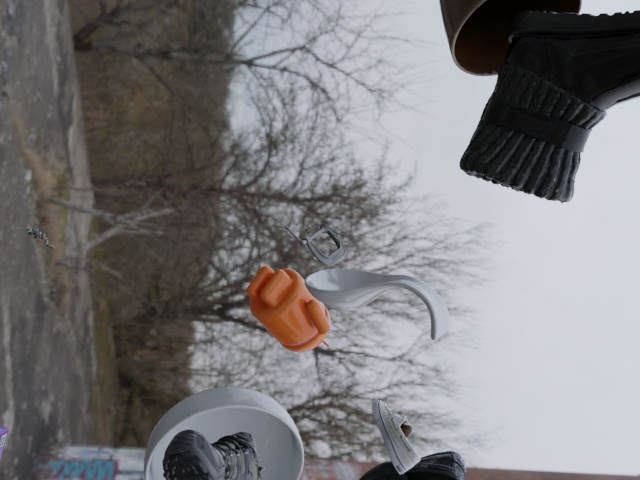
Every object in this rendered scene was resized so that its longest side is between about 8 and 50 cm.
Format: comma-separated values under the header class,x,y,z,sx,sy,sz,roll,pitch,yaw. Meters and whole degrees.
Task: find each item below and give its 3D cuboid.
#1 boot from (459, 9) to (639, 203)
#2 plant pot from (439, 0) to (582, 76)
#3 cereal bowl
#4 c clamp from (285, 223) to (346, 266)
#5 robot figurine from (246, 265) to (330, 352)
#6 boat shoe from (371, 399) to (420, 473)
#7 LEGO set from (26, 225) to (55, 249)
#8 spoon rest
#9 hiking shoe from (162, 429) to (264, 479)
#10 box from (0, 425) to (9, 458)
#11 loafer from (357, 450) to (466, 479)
class,x,y,z,sx,sy,sz,roll,pitch,yaw
boot,0.384,-0.173,1.036,0.348,0.131,0.260,17,-93,41
plant pot,0.278,-0.430,1.215,0.215,0.215,0.230,117,-39,-55
cereal bowl,-0.209,0.443,1.585,0.141,0.339,0.339,-115,-146,-58
c clamp,0.000,0.000,1.797,0.022,0.137,0.161,-43,170,30
robot figurine,-0.060,0.146,1.521,0.219,0.158,0.128,53,24,-38
boat shoe,0.086,0.211,0.820,0.035,0.035,0.100,56,6,-31
LEGO set,-0.577,-0.009,1.528,0.023,0.054,0.083,-56,175,-11
spoon rest,0.098,0.090,1.296,0.276,0.137,0.084,17,-68,32
hiking shoe,-0.143,0.307,1.028,0.227,0.086,0.114,70,31,-44
box,-0.863,0.543,1.719,0.057,0.201,0.293,-34,143,-80
loafer,0.158,0.444,1.353,0.076,0.223,0.078,66,21,-5
